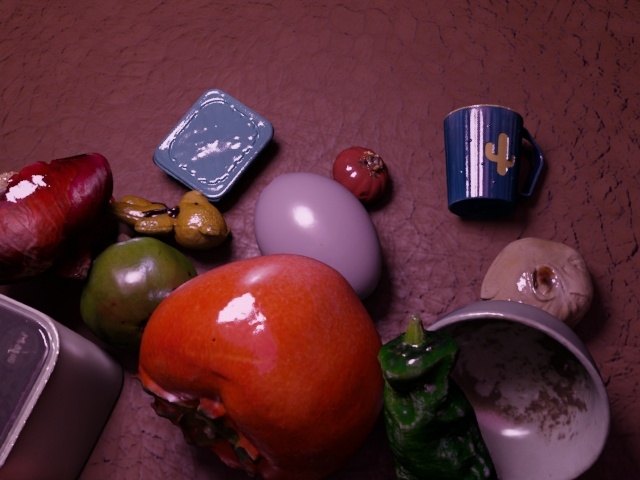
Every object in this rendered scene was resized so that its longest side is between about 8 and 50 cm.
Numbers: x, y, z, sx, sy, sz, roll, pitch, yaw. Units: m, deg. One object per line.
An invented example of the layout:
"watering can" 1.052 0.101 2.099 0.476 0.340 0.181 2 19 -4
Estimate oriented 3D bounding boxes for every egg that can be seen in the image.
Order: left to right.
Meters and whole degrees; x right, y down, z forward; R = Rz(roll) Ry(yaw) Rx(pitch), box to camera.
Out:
"egg" 0.000 0.000 1.196 0.176 0.176 0.232 -43 77 -10

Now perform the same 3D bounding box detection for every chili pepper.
"chili pepper" 0.143 0.217 0.996 0.136 0.271 0.099 -2 27 29

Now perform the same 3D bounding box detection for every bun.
"bun" 0.329 0.073 1.161 0.166 0.113 0.173 3 67 8

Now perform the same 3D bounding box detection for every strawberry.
"strawberry" -0.397 -0.044 1.306 0.106 0.106 0.106 -2 68 6

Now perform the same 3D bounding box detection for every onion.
"onion" -0.417 -0.019 1.142 0.272 0.272 0.195 -30 104 -5

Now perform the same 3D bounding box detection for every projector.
"projector" -0.473 0.222 1.124 0.248 0.249 0.248 20 73 14

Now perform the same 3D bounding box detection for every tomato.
"tomato" -0.074 0.171 1.073 0.341 0.341 0.273 27 55 16

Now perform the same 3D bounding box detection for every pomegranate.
"pomegranate" -0.292 0.068 1.216 0.187 0.187 0.225 -31 44 -6

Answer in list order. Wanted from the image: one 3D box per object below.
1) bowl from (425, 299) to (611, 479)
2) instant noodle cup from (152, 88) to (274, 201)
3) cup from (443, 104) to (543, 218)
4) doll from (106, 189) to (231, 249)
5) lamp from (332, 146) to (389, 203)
"bowl" 0.260 0.195 1.076 0.289 0.289 0.146 18 30 13
"instant noodle cup" -0.181 -0.158 1.336 0.157 0.070 0.179 34 76 16
"cup" 0.283 -0.119 1.248 0.176 0.131 0.155 11 73 -16
"doll" -0.249 -0.045 1.263 0.209 0.137 0.097 15 97 7
"lamp" 0.068 -0.110 1.278 0.101 0.090 0.101 16 59 -28
